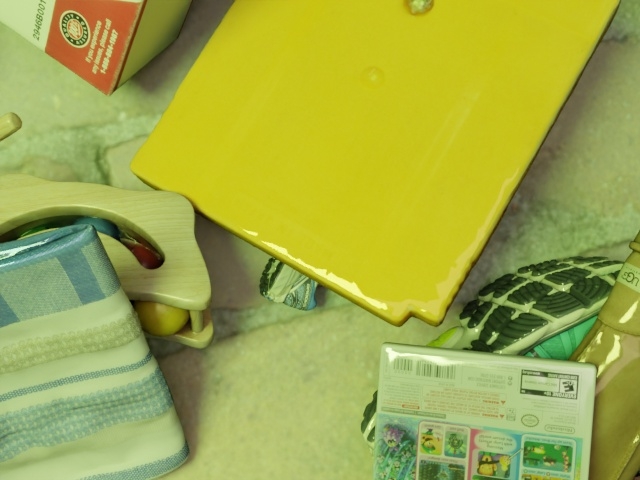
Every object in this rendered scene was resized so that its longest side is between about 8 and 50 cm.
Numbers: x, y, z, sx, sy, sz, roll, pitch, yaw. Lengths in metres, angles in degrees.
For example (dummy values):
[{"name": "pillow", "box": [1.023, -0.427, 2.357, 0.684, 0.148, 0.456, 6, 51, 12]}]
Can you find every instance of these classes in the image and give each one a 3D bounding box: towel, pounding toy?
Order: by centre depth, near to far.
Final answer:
[{"name": "towel", "box": [-0.218, 0.117, 0.538, 0.209, 0.285, 0.034, -15, 47, -9]}, {"name": "pounding toy", "box": [-0.212, 0.015, 0.554, 0.269, 0.155, 0.154, 6, 57, -3]}]

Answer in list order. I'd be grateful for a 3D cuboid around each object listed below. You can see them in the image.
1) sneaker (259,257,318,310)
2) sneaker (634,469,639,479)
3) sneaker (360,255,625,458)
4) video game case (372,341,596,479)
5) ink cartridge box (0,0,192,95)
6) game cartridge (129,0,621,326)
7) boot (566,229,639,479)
[{"name": "sneaker", "box": [0.000, 0.000, 0.664, 0.058, 0.052, 0.135, 32, 80, -22]}, {"name": "sneaker", "box": [0.283, 0.251, 0.678, 0.084, 0.069, 0.185, 35, 77, 5]}, {"name": "sneaker", "box": [0.161, 0.113, 0.664, 0.275, 0.107, 0.110, -38, 111, -3]}, {"name": "video game case", "box": [0.118, 0.155, 0.570, 0.157, 0.019, 0.143, 4, 93, 14]}, {"name": "ink cartridge box", "box": [-0.217, -0.274, 0.564, 0.273, 0.197, 0.114, 35, 46, -3]}, {"name": "game cartridge", "box": [0.044, -0.124, 0.632, 0.285, 0.053, 0.324, 30, 83, 13]}, {"name": "boot", "box": [0.269, 0.143, 0.624, 0.236, 0.089, 0.270, 26, 100, -18]}]
